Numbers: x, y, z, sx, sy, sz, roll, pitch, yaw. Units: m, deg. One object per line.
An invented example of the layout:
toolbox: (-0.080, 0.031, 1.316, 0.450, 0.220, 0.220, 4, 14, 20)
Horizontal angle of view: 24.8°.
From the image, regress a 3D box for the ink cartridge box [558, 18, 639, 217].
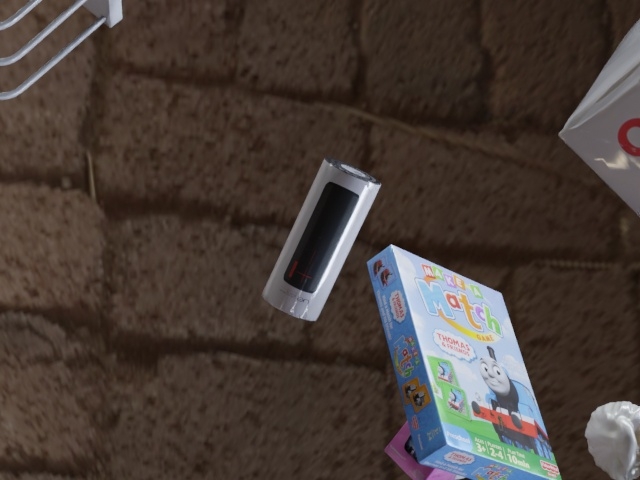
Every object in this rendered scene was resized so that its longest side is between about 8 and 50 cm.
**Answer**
ink cartridge box: (0.374, -0.038, 0.834, 0.384, 0.279, 0.160, 45, 42, 0)

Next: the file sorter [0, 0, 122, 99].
file sorter: (-0.324, -0.301, 1.424, 0.193, 0.278, 0.173, 39, 67, 12)

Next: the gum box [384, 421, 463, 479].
gum box: (0.160, 0.213, 1.655, 0.062, 0.188, 0.107, 43, 108, 25)

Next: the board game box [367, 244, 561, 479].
board game box: (0.128, 0.118, 1.312, 0.160, 0.039, 0.212, 23, 39, -39)

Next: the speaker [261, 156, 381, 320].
speaker: (0.000, 0.000, 1.264, 0.055, 0.055, 0.136, 26, 101, 2)

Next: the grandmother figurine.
grandmother figurine: (0.461, 0.246, 1.602, 0.342, 0.104, 0.208, 10, 67, 15)
